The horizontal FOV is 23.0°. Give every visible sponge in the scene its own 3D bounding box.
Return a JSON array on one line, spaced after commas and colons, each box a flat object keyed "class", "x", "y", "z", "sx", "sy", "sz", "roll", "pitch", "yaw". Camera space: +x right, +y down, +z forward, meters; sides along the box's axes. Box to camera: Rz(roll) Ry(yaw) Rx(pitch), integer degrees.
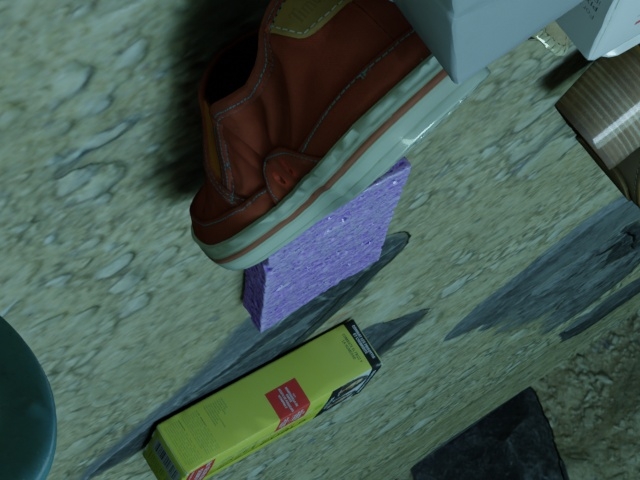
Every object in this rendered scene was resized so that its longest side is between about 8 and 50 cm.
[{"class": "sponge", "x": 0.000, "y": 0.000, "z": 1.175, "sx": 0.117, "sy": 0.031, "sz": 0.210, "roll": -30, "pitch": 165, "yaw": -14}]

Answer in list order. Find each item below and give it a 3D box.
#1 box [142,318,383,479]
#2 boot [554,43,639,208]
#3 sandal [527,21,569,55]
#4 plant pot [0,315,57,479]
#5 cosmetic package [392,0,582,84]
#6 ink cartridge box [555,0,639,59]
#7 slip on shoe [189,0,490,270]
[{"class": "box", "x": -0.055, "y": 0.161, "z": 1.521, "sx": 0.232, "sy": 0.058, "sz": 0.087, "roll": -26, "pitch": 164, "yaw": -28}, {"class": "boot", "x": 0.307, "y": -0.141, "z": 1.290, "sx": 0.220, "sy": 0.109, "sz": 0.283, "roll": -40, "pitch": 158, "yaw": 8}, {"class": "sandal", "x": 0.107, "y": -0.128, "z": 0.897, "sx": 0.240, "sy": 0.079, "sz": 0.088, "roll": -40, "pitch": 165, "yaw": 22}, {"class": "plant pot", "x": -0.243, "y": 0.149, "z": 0.725, "sx": 0.272, "sy": 0.272, "sz": 0.255, "roll": -18, "pitch": 143, "yaw": -48}, {"class": "cosmetic package", "x": 0.052, "y": -0.164, "z": 0.571, "sx": 0.107, "sy": 0.127, "sz": 0.238, "roll": -34, "pitch": 167, "yaw": -1}, {"class": "ink cartridge box", "x": 0.195, "y": -0.226, "z": 0.694, "sx": 0.207, "sy": 0.117, "sz": 0.283, "roll": -30, "pitch": 165, "yaw": -15}, {"class": "slip on shoe", "x": -0.014, "y": -0.064, "z": 0.827, "sx": 0.123, "sy": 0.101, "sz": 0.331, "roll": -42, "pitch": -178, "yaw": -17}]
